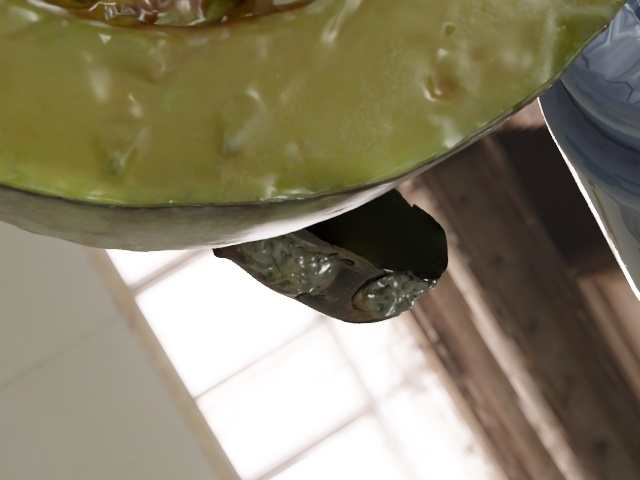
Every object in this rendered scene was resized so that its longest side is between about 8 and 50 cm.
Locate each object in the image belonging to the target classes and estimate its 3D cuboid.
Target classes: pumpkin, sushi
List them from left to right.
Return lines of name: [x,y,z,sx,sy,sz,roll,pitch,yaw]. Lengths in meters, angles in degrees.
pumpkin: [-0.035,-0.088,0.410,0.217,0.217,0.110,56,-22,17]
sushi: [0.000,0.000,0.624,0.083,0.046,0.044,22,49,-37]

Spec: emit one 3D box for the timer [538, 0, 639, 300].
timer: [0.299,-0.086,0.629,0.395,0.395,0.173,48,-6,42]
